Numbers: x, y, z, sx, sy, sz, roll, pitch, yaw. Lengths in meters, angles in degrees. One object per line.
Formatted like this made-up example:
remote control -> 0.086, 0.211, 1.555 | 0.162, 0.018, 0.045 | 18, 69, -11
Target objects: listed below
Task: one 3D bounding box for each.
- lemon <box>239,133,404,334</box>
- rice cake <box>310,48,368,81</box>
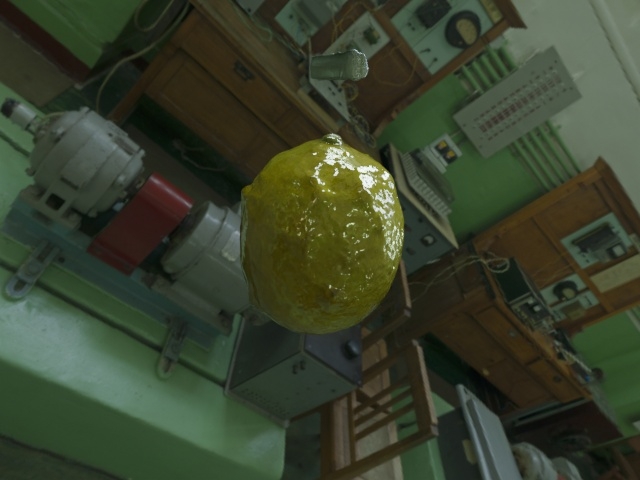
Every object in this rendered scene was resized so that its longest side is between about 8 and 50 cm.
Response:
lemon -> 0.000, 0.000, 0.597 | 0.234, 0.288, 0.233 | 11, 14, -3
rice cake -> 0.032, -0.372, 0.922 | 0.256, 0.052, 0.057 | -135, -148, -63
